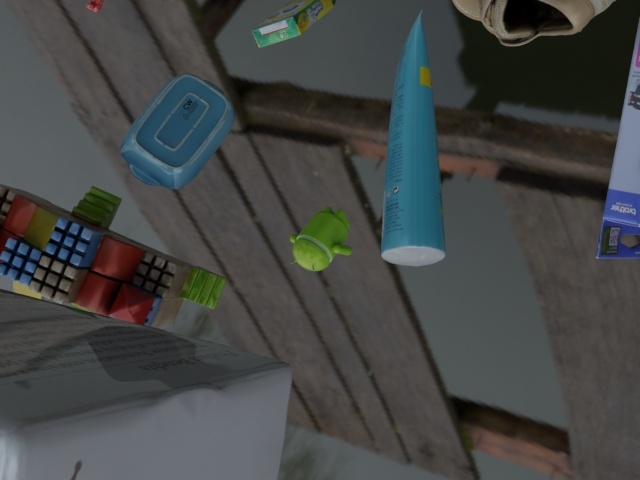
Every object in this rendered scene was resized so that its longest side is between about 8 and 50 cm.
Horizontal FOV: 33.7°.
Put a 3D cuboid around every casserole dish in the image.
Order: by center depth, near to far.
[{"bbox_3d":[-0.192,-0.157,1.454,0.114,0.188,0.037,34,153,-2],"label":"casserole dish"}]

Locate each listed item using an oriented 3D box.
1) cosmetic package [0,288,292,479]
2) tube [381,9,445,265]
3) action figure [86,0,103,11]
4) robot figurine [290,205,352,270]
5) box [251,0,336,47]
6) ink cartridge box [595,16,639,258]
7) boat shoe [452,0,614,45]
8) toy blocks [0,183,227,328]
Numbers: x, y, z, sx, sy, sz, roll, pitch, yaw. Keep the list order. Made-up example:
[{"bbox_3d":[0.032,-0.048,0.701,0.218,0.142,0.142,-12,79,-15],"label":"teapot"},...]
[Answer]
[{"bbox_3d":[-0.281,0.210,0.733,0.394,0.327,0.329,12,-176,24],"label":"cosmetic package"},{"bbox_3d":[0.076,-0.084,0.892,0.052,0.207,0.080,5,162,-12],"label":"tube"},{"bbox_3d":[-0.344,-0.386,1.655,0.030,0.115,0.038,23,123,-11],"label":"action figure"},{"bbox_3d":[0.000,0.000,1.682,0.101,0.115,0.067,14,145,34],"label":"robot figurine"},{"bbox_3d":[-0.048,-0.443,2.093,0.105,0.179,0.043,-10,113,33],"label":"box"},{"bbox_3d":[0.447,-0.123,1.359,0.065,0.311,0.186,18,-169,41],"label":"ink cartridge box"},{"bbox_3d":[0.247,-0.313,1.351,0.122,0.110,0.341,41,172,-19],"label":"boat shoe"},{"bbox_3d":[-0.337,0.021,1.421,0.382,0.190,0.261,23,179,4],"label":"toy blocks"}]
